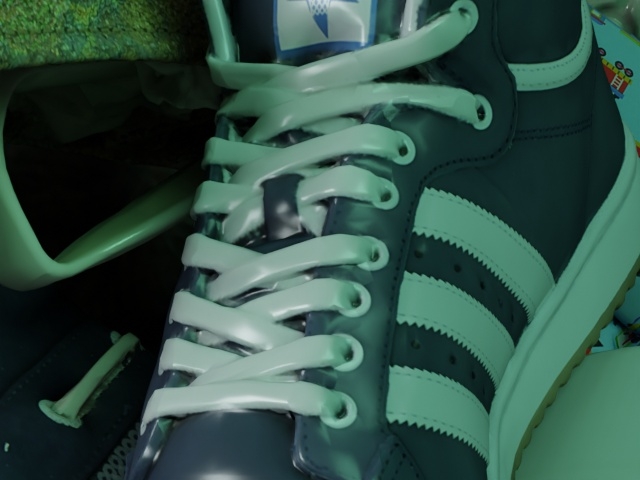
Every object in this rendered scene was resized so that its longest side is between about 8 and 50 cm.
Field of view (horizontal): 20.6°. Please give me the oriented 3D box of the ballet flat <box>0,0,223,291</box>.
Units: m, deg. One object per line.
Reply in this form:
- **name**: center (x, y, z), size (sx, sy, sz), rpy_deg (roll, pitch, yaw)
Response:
- **ballet flat**: center (-0.106, -0.037, 0.441), size (0.348, 0.123, 0.123), rpy_deg (-15, 68, -52)

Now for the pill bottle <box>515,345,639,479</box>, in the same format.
- **pill bottle**: center (0.058, 0.223, 0.395), size (0.224, 0.224, 0.392), rpy_deg (35, 49, -6)

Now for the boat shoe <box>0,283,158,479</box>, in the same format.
- **boat shoe**: center (-0.143, 0.120, 0.427), size (0.158, 0.127, 0.340), rpy_deg (41, 40, 8)

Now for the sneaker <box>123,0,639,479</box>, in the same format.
- **sneaker**: center (0.000, 0.000, 0.412), size (0.282, 0.099, 0.153), rpy_deg (-56, 136, -48)

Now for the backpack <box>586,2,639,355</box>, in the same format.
- **backpack**: center (0.052, 0.007, 0.610), size (0.158, 0.117, 0.173), rpy_deg (40, 51, 0)

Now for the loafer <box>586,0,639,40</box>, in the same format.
- **loafer**: center (0.030, -0.156, 0.726), size (0.319, 0.112, 0.111), rpy_deg (38, 9, 5)
